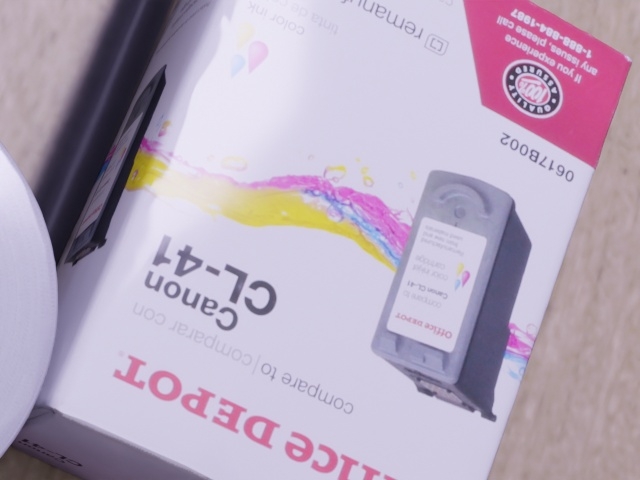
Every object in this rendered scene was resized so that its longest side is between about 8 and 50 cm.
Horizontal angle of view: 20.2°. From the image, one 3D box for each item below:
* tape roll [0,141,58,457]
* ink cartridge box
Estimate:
[{"bbox_3d":[-0.230,0.028,0.788,0.219,0.072,0.219,4,78,-21],"label":"tape roll"},{"bbox_3d":[0.000,0.000,0.925,0.226,0.131,0.306,26,69,-16],"label":"ink cartridge box"}]
